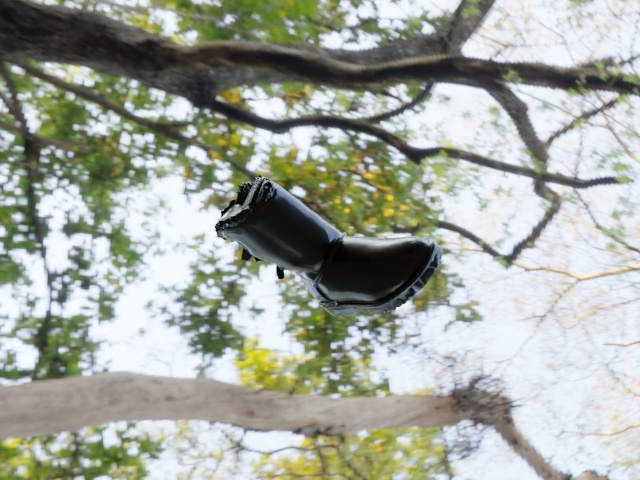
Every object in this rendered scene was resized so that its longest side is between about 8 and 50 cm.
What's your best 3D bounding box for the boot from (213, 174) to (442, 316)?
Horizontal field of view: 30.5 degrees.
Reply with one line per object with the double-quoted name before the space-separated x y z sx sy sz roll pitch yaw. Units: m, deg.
"boot" 0.000 0.000 0.679 0.121 0.099 0.045 -20 -144 58
